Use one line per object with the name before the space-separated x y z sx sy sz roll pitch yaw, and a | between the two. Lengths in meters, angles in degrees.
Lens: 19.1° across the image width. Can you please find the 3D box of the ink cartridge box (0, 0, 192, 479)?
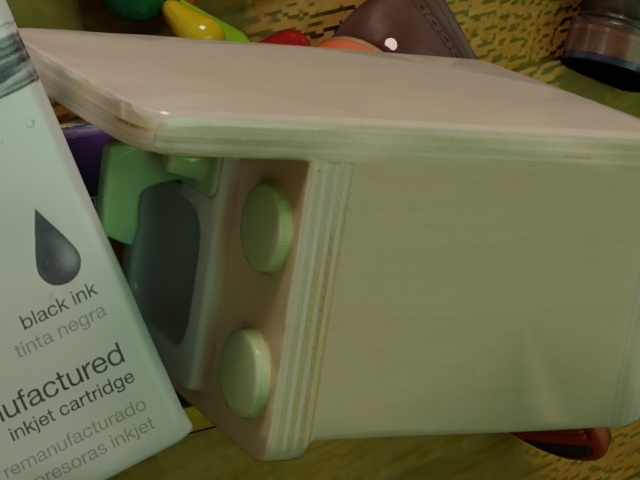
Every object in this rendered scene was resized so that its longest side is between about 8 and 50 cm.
ink cartridge box | -0.194 -0.017 0.666 0.198 0.115 0.273 -27 113 -13

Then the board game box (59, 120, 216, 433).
board game box | -0.076 0.016 0.841 0.170 0.048 0.141 -11 103 -38

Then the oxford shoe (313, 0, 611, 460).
oxford shoe | 0.089 -0.005 0.945 0.098 0.097 0.271 -48 122 -31

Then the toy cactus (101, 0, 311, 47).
toy cactus | -0.084 -0.155 0.793 0.180 0.112 0.219 -21 118 -25

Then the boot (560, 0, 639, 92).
boot | 0.233 -0.120 1.056 0.219 0.082 0.106 15 88 -37

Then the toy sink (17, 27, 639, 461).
toy sink | 0.000 0.000 0.752 0.234 0.153 0.131 1 106 -30
